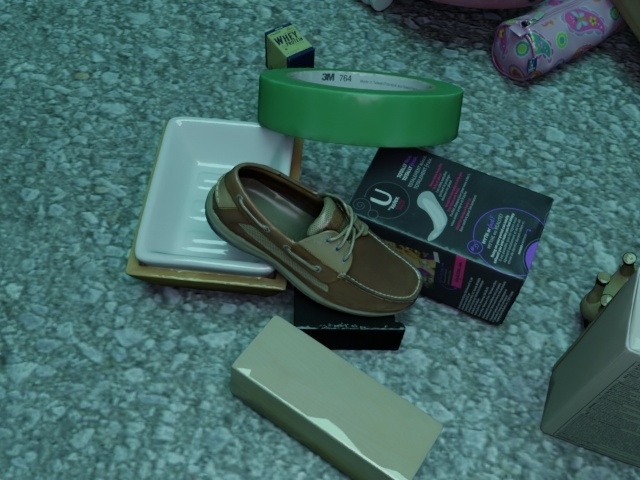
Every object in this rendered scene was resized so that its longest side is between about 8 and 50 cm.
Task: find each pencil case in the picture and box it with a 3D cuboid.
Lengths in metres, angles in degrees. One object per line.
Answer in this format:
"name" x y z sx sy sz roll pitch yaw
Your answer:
"pencil case" 0.459 -0.405 1.324 0.284 0.124 0.124 -28 64 -19

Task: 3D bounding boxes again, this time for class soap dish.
"soap dish" -0.151 -0.050 1.078 0.229 0.118 0.290 5 58 0

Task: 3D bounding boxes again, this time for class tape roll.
"tape roll" 0.061 -0.218 1.110 0.321 0.077 0.321 5 19 -2

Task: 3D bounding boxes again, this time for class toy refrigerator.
"toy refrigerator" 0.016 0.226 0.934 0.269 0.094 0.102 31 56 15

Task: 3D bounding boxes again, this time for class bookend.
"bookend" 0.037 0.077 1.035 0.156 0.072 0.157 0 58 -3

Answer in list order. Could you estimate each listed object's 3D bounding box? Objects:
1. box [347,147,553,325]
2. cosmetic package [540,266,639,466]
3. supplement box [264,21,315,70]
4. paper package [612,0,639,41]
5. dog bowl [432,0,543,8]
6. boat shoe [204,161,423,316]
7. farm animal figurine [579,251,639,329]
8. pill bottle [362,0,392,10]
"box" 0.184 -0.015 1.056 0.270 0.143 0.165 23 58 12
"cosmetic package" 0.398 0.170 0.855 0.160 0.309 0.113 19 60 8
"supplement box" -0.057 -0.335 1.277 0.056 0.083 0.083 -28 63 -20
"paper package" 0.718 -0.461 1.248 0.325 0.168 0.309 -24 78 -18
"dog bowl" 0.292 -0.573 1.340 0.408 0.150 0.408 4 37 -3
"boat shoe" 0.000 0.000 0.939 0.324 0.116 0.123 25 57 -9
"farm animal figurine" 0.569 0.044 1.026 0.330 0.172 0.326 11 67 19
"pill bottle" 0.096 -0.521 1.408 0.067 0.067 0.120 -25 63 -17
